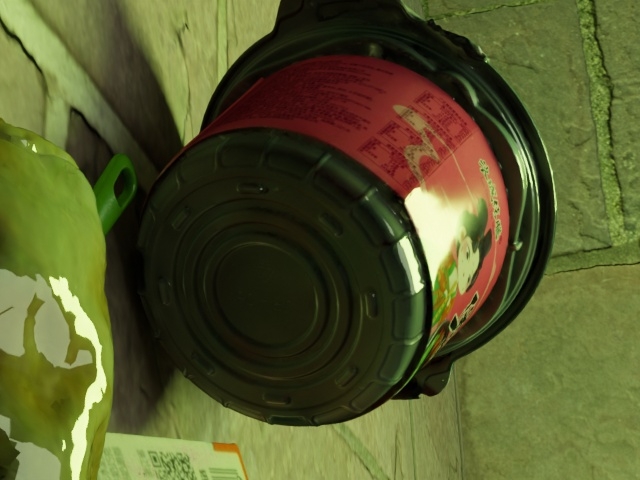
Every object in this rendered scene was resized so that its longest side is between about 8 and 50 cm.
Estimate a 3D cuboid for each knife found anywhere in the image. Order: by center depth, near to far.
[{"bbox_3d":[-0.122,0.010,0.630,0.166,0.023,0.078,-82,167,-49],"label":"knife"}]

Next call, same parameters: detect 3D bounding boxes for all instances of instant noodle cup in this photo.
[{"bbox_3d":[0.000,0.000,0.764,0.181,0.258,0.302,-43,117,-58],"label":"instant noodle cup"}]

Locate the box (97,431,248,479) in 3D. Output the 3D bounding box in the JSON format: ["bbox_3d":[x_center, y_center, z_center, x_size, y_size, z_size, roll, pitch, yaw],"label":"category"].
[{"bbox_3d":[-0.067,0.204,0.463,0.265,0.048,0.273,29,40,-64],"label":"box"}]

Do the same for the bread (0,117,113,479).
[{"bbox_3d":[-0.120,0.061,0.341,0.088,0.128,0.231,131,-42,-61],"label":"bread"}]
